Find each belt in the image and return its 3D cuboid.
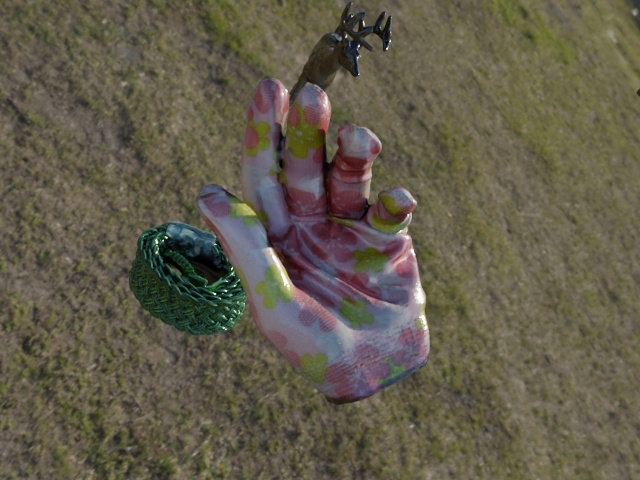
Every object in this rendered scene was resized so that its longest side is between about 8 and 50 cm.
[{"bbox_3d":[-0.155,0.048,0.788,0.151,0.079,0.121,35,35,14],"label":"belt"}]

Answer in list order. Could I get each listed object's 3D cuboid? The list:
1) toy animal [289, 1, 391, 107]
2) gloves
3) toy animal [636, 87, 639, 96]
[{"bbox_3d":[0.013,-0.307,1.126,0.087,0.260,0.243,23,35,-21],"label":"toy animal"},{"bbox_3d":[0.000,-0.001,0.508,0.126,0.145,0.241,-91,162,-84],"label":"gloves"},{"bbox_3d":[0.343,-0.067,0.483,0.230,0.066,0.224,33,57,8],"label":"toy animal"}]
